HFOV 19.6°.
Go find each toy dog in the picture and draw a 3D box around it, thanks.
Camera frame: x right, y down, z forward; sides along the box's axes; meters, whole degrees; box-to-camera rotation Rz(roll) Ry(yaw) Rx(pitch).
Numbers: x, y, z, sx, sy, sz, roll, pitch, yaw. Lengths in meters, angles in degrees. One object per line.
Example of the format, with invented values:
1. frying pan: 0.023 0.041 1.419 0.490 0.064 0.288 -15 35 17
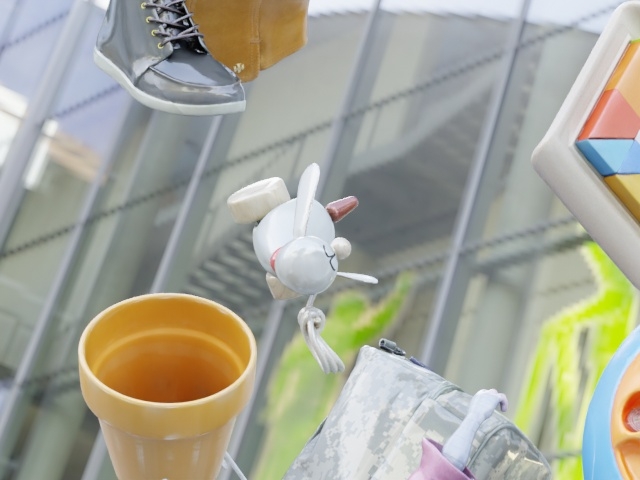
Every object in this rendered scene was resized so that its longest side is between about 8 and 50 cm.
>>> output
1. toy dog: 0.000 0.000 2.380 0.220 0.161 0.334 66 -7 -32

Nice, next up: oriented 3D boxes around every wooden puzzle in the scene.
1. wooden puzzle: 0.344 -0.100 1.951 0.221 0.239 0.044 47 -29 -24

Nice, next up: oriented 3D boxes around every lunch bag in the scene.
1. lunch bag: 0.077 0.287 2.116 0.256 0.305 0.212 30 -9 33

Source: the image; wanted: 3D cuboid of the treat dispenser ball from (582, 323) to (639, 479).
1. treat dispenser ball: 0.353 0.173 1.476 0.288 0.288 0.288 14 -28 8

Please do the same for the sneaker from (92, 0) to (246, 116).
1. sneaker: -0.146 -0.197 1.766 0.083 0.118 0.222 -10 28 -38

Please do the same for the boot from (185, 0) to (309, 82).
1. boot: -0.141 -0.249 1.975 0.295 0.104 0.211 -14 -45 -19

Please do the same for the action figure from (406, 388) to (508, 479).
1. action figure: 0.150 0.314 1.785 0.370 0.276 0.248 7 -43 6

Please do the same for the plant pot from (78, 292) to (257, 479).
1. plant pot: -0.180 0.197 2.180 0.205 0.205 0.188 12 -53 11

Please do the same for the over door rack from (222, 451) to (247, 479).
1. over door rack: -0.124 0.390 2.542 0.108 0.239 0.324 -19 -71 6

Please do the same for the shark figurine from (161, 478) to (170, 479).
1. shark figurine: -0.155 0.355 1.831 0.116 0.278 0.166 0 9 12
